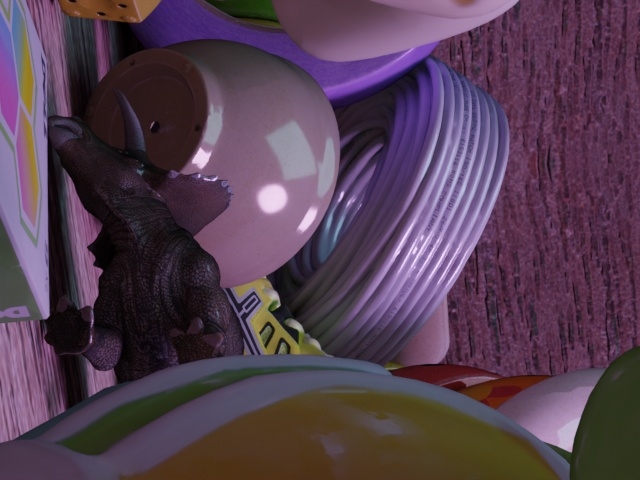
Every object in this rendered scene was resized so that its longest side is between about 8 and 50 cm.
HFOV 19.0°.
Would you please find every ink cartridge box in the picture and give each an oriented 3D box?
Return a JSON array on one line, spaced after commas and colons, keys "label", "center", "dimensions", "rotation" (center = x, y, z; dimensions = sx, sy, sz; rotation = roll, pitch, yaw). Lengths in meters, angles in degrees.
[{"label": "ink cartridge box", "center": [-0.128, -0.038, 0.641], "dimensions": [0.209, 0.062, 0.109], "rotation": [84, 1, -62]}]

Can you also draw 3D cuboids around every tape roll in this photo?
[{"label": "tape roll", "center": [-0.023, -0.231, 1.359], "dimensions": [0.090, 0.275, 0.274], "rotation": [68, 17, -85]}]

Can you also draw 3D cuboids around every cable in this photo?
[{"label": "cable", "center": [0.042, -0.015, 1.433], "dimensions": [0.257, 0.089, 0.257], "rotation": [-64, -162, -6]}]

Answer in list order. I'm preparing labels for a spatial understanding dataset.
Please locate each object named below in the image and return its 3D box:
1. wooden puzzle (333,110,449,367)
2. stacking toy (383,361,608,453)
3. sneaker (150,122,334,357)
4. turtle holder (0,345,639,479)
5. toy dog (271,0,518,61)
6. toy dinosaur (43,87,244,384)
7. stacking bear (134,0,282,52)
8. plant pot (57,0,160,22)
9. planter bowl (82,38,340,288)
[{"label": "wooden puzzle", "center": [-0.036, -0.072, 1.688], "dimensions": [0.348, 0.080, 0.322], "rotation": [29, -45, 43]}, {"label": "stacking toy", "center": [0.037, 0.206, 1.510], "dimensions": [0.480, 0.351, 0.350], "rotation": [22, -54, 46]}, {"label": "sneaker", "center": [-0.061, 0.082, 1.334], "dimensions": [0.145, 0.147, 0.384], "rotation": [78, 5, -66]}, {"label": "turtle holder", "center": [-0.001, 0.145, 0.506], "dimensions": [0.227, 0.320, 0.243], "rotation": [32, 65, -42]}, {"label": "toy dog", "center": [-0.002, -0.230, 0.860], "dimensions": [0.408, 0.395, 0.284], "rotation": [2, 98, -56]}, {"label": "toy dinosaur", "center": [-0.082, 0.079, 1.073], "dimensions": [0.160, 0.121, 0.313], "rotation": [-51, 134, -69]}, {"label": "stacking bear", "center": [-0.079, -0.151, 1.506], "dimensions": [0.175, 0.164, 0.289], "rotation": [77, 12, -81]}, {"label": "plant pot", "center": [-0.125, -0.175, 1.122], "dimensions": [0.081, 0.081, 0.083], "rotation": [81, 16, -73]}, {"label": "planter bowl", "center": [-0.083, -0.061, 1.218], "dimensions": [0.109, 0.162, 0.162], "rotation": [29, 51, -56]}]
